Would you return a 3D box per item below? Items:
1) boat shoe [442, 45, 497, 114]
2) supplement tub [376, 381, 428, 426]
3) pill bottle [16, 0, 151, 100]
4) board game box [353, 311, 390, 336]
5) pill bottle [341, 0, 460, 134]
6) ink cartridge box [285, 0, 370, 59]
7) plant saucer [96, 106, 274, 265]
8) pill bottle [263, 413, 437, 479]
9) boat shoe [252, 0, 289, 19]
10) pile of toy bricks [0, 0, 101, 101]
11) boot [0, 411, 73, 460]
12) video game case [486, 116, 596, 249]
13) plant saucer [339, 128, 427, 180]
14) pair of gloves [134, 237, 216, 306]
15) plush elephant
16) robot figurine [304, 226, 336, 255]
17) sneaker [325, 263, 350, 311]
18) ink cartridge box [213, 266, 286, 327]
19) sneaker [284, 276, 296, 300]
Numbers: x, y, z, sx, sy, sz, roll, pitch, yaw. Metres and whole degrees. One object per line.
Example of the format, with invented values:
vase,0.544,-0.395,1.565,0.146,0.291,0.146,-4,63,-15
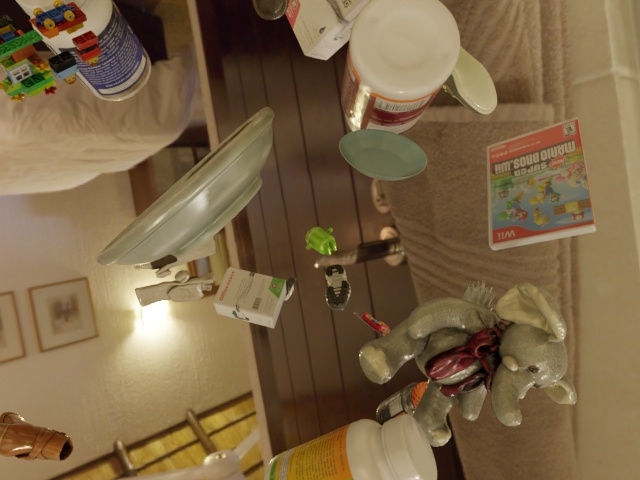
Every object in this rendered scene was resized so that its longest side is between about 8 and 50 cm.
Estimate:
boat shoe,0.386,-0.482,1.309,0.109,0.305,0.091,-41,-176,-12
supplement tub,0.246,0.464,1.244,0.117,0.117,0.190,-11,151,-36
pill bottle,-0.459,-0.410,0.897,0.153,0.153,0.265,-9,164,1
board game box,0.183,0.270,1.476,0.033,0.168,0.133,-53,-176,0
pill bottle,0.164,-0.378,1.079,0.224,0.224,0.392,-10,176,-2
ink cartridge box,0.040,-0.723,1.368,0.283,0.207,0.117,-29,171,39
plant saucer,-0.214,-0.076,0.825,0.400,0.100,0.400,-37,-161,15
pill bottle,0.045,0.360,0.698,0.245,0.136,0.136,-31,175,20
boat shoe,-0.114,-0.647,0.974,0.110,0.307,0.104,5,-146,-2
pile of toy bricks,-0.422,-0.250,0.664,0.212,0.118,0.105,-40,173,-25
boot,-0.549,0.381,0.866,0.152,0.073,0.197,16,162,-12
video game case,0.469,-0.125,0.995,0.204,0.285,0.025,-14,143,37
plant saucer,0.134,-0.180,0.996,0.194,0.037,0.195,5,-138,-5
pair of gloves,-0.367,0.086,1.158,0.204,0.042,0.240,-8,138,-24
plush elephant,0.288,0.204,0.772,0.330,0.272,0.255,-42,-155,-24
robot figurine,0.000,0.000,1.452,0.101,0.067,0.115,-38,-129,-20
sneaker,0.059,0.169,1.410,0.078,0.106,0.234,-12,-156,3
ink cartridge box,-0.249,0.203,1.630,0.219,0.160,0.093,13,145,8
sneaker,-0.160,0.199,1.763,0.178,0.077,0.072,-52,-164,35
